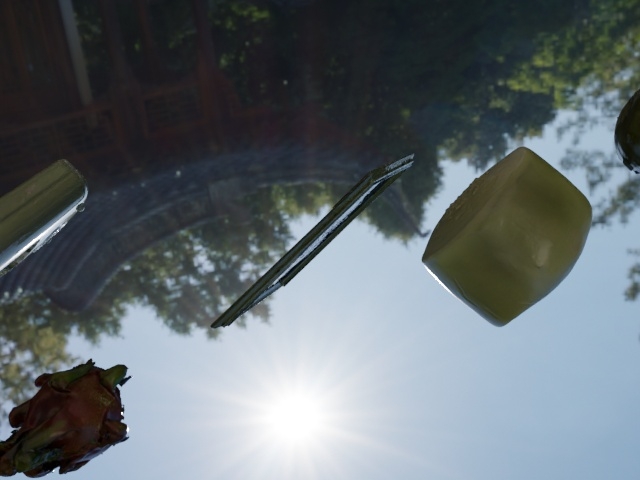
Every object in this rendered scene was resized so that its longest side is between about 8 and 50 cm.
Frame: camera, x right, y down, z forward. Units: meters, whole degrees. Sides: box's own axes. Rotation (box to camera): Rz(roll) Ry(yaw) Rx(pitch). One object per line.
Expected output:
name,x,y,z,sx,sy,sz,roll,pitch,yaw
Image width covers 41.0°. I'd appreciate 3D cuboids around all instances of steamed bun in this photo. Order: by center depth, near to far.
steamed bun,0.290,-0.006,1.268,0.250,0.200,0.155,-49,-174,-8

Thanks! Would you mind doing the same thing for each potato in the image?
potato,0.479,-0.149,1.113,0.176,0.141,0.298,-9,-177,35

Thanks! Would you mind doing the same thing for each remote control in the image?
remote control,-0.206,0.006,0.526,0.078,0.042,0.221,-40,-170,21

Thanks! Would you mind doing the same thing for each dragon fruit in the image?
dragon fruit,-0.307,0.223,1.005,0.138,0.142,0.175,19,-151,31

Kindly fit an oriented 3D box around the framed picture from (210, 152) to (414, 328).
framed picture,0.000,0.000,1.128,0.296,0.019,0.232,-44,175,22
